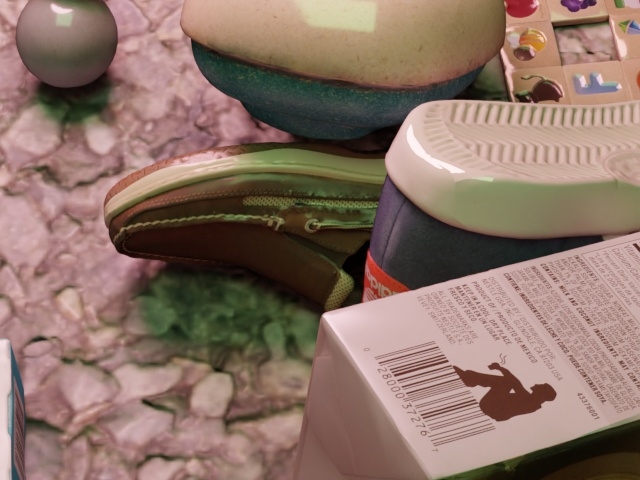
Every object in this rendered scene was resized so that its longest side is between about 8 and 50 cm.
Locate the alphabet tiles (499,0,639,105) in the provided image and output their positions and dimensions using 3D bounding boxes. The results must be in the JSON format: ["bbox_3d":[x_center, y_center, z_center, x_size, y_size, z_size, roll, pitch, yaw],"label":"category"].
[{"bbox_3d":[0.224,-0.089,1.206,0.198,0.009,0.237,-5,55,-3],"label":"alphabet tiles"}]

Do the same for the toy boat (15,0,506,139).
[{"bbox_3d":[-0.043,-0.141,1.161,0.318,0.148,0.267,15,22,16],"label":"toy boat"}]

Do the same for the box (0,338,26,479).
[{"bbox_3d":[-0.291,0.123,1.035,0.244,0.060,0.100,-5,55,-2],"label":"box"}]

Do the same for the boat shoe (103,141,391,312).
[{"bbox_3d":[0.000,-0.003,1.100,0.257,0.095,0.095,-6,69,-2],"label":"boat shoe"}]

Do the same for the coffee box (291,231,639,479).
[{"bbox_3d":[0.144,0.097,0.937,0.297,0.168,0.119,-13,46,-24],"label":"coffee box"}]

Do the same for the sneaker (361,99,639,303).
[{"bbox_3d":[0.168,0.008,1.057,0.350,0.148,0.131,3,31,-32],"label":"sneaker"}]
